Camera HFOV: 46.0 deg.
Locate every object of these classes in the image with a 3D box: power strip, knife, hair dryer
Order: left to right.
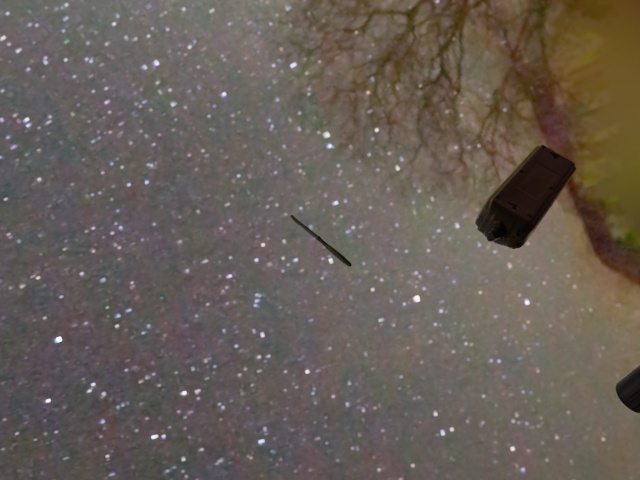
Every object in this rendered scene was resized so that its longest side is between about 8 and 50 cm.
[{"bbox_3d":[0.000,0.000,1.877,0.207,0.014,0.030,39,171,20],"label":"knife"},{"bbox_3d":[0.366,-0.077,1.340,0.092,0.066,0.387,32,-144,16],"label":"power strip"},{"bbox_3d":[0.769,0.326,1.543,0.248,0.195,0.078,41,-146,8],"label":"hair dryer"}]
